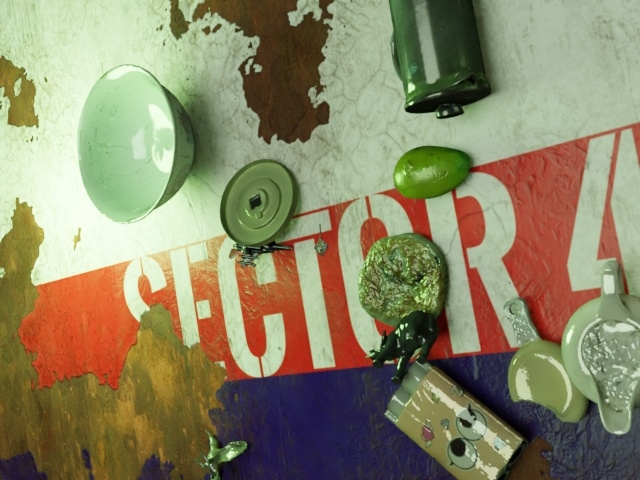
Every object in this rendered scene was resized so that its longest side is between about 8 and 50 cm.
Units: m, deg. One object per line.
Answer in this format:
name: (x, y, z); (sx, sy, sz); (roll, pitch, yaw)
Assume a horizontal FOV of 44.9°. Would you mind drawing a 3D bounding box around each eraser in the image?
eraser: (0.290, 0.402, 1.682); (0.290, 0.087, 0.171); (37, 108, 31)

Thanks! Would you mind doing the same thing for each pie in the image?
pie: (0.189, 0.096, 1.769); (0.240, 0.054, 0.241); (1, 92, 36)

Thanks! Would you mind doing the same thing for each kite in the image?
kite: (0.005, 0.001, 1.941); (0.044, 0.002, 0.078); (23, 106, 35)

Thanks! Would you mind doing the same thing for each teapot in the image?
teapot: (0.229, -0.420, 1.642); (0.270, 0.200, 0.337); (-15, 84, 63)
teapot: (0.545, 0.186, 1.426); (0.208, 0.165, 0.300); (-7, 93, 41)

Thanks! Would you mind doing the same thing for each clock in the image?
clock: (-0.164, -0.099, 2.011); (0.234, 0.029, 0.235); (-9, 72, 30)

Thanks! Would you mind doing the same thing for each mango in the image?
mango: (0.240, -0.152, 1.690); (0.178, 0.100, 0.119); (-11, 83, 30)

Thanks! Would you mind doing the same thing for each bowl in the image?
bowl: (-0.482, -0.264, 2.187); (0.434, 0.196, 0.435); (1, 92, 38)

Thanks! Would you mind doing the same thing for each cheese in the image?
cheese: (0.453, 0.238, 1.559); (0.163, 0.070, 0.249); (-5, 88, 38)

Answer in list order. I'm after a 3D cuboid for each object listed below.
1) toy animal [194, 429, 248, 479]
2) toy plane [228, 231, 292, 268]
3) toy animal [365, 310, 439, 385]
toy animal: (-0.298, 0.597, 2.149); (0.155, 0.095, 0.219); (52, 120, 19)
toy plane: (-0.159, 0.012, 2.031); (0.189, 0.061, 0.130); (2, 77, 36)
toy animal: (0.169, 0.245, 1.720); (0.082, 0.137, 0.269); (39, 136, -8)
